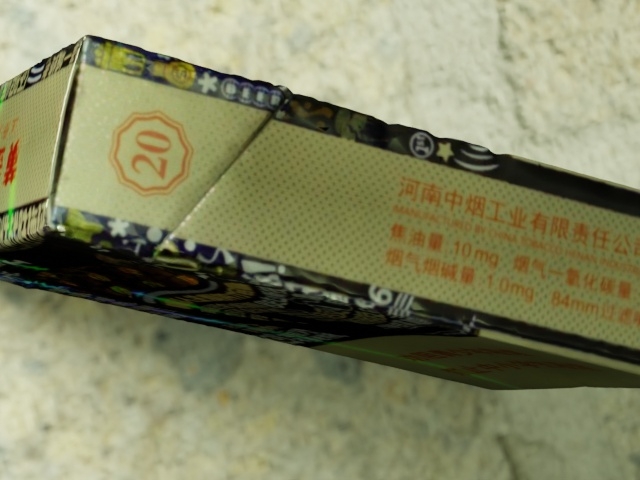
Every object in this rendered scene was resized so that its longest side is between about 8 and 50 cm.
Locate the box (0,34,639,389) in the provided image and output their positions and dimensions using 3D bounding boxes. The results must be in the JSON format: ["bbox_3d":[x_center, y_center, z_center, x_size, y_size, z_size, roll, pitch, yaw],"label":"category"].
[{"bbox_3d":[0.000,0.000,0.880,0.310,0.198,0.084,14,81,-22],"label":"box"}]
